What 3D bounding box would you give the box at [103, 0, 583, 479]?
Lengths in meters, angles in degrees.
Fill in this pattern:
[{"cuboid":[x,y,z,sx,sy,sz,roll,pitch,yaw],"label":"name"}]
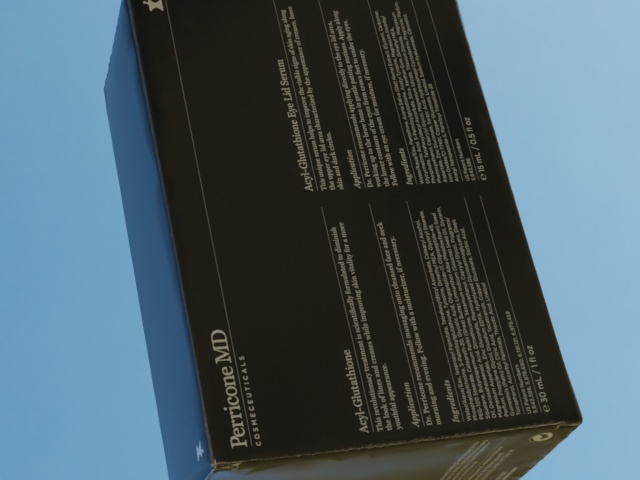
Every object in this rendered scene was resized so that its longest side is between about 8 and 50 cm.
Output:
[{"cuboid":[0.000,0.000,0.759,0.184,0.261,0.103,-3,-27,-20],"label":"box"}]
